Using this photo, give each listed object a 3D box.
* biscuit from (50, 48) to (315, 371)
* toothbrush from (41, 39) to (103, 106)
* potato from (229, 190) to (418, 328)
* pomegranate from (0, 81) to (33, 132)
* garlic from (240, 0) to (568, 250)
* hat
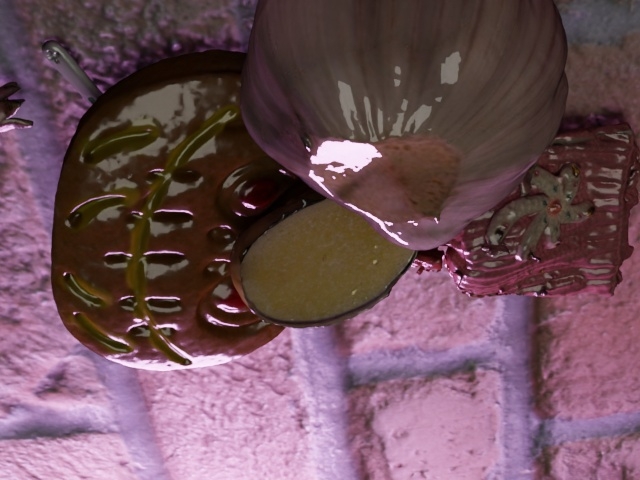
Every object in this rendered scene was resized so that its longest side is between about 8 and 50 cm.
[{"bbox_3d":[-0.108,-0.016,1.426,0.350,0.070,0.394,-5,130,-13],"label":"biscuit"},{"bbox_3d":[-0.185,-0.103,1.410,0.030,0.030,0.304,-26,129,20],"label":"toothbrush"},{"bbox_3d":[0.000,0.000,1.392,0.200,0.081,0.164,-24,127,-9],"label":"potato"},{"bbox_3d":[-0.364,-0.095,1.337,0.159,0.129,0.129,-1,136,-16],"label":"pomegranate"},{"bbox_3d":[0.076,-0.150,1.228,0.317,0.259,0.317,14,154,7],"label":"garlic"},{"bbox_3d":[0.208,-0.013,1.472,0.286,0.107,0.237,-6,125,-5],"label":"hat"}]
